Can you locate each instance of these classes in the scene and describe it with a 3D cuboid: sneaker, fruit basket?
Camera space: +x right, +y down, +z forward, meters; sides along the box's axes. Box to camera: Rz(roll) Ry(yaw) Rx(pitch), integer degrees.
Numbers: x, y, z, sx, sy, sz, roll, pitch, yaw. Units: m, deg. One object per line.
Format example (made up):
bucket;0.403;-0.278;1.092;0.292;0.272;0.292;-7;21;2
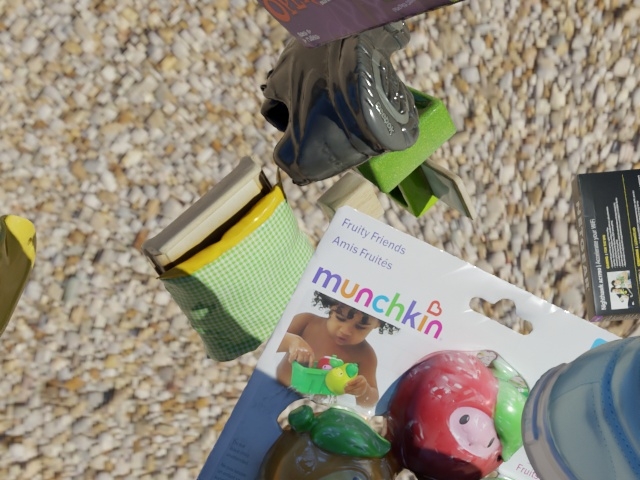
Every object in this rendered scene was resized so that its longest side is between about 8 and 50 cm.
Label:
sneaker;0.303;0.169;0.775;0.366;0.150;0.135;24;65;-4
sneaker;0.006;-0.157;1.144;0.130;0.286;0.109;-30;121;23
fruit basket;0.079;0.194;1.081;0.327;0.165;0.353;26;102;-16

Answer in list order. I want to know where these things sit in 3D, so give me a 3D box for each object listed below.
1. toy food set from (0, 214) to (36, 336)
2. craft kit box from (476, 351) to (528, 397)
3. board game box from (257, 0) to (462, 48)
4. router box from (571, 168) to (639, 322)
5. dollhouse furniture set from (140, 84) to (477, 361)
toy food set;-0.431;0.065;1.627;0.071;0.128;0.218;16;66;11
craft kit box;0.144;0.146;1.437;0.246;0.250;0.061;21;101;53
board game box;0.119;-0.230;0.512;0.056;0.208;0.347;39;75;-15
router box;0.381;0.003;1.573;0.133;0.046;0.179;-4;77;-1
dollhouse furniture set;0.000;0.000;1.300;0.301;0.197;0.151;-42;43;-13
